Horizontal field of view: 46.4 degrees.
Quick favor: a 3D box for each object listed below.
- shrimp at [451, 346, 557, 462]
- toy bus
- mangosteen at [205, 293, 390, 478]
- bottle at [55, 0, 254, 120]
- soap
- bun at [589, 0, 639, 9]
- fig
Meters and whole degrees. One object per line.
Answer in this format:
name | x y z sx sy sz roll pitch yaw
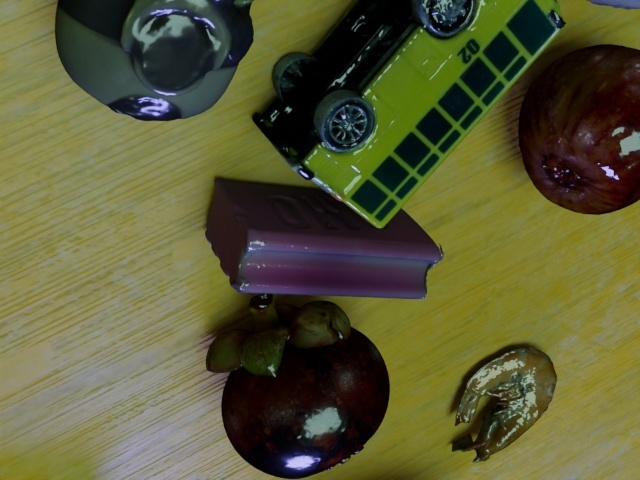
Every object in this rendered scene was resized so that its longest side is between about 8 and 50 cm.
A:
shrimp | 0.239 0.221 1.017 0.132 0.051 0.187 32 97 -17
toy bus | 0.080 -0.154 0.660 0.262 0.128 0.150 -48 127 9
mangosteen | -0.026 0.145 0.775 0.200 0.200 0.199 -12 123 -19
bottle | -0.083 -0.252 0.501 0.169 0.168 0.346 7 118 -29
soap | 0.000 0.000 0.717 0.203 0.122 0.065 5 117 -29
bun | 0.266 -0.344 0.579 0.355 0.194 0.354 -11 111 -31
fig | 0.307 -0.136 0.770 0.207 0.175 0.175 -46 128 -13
